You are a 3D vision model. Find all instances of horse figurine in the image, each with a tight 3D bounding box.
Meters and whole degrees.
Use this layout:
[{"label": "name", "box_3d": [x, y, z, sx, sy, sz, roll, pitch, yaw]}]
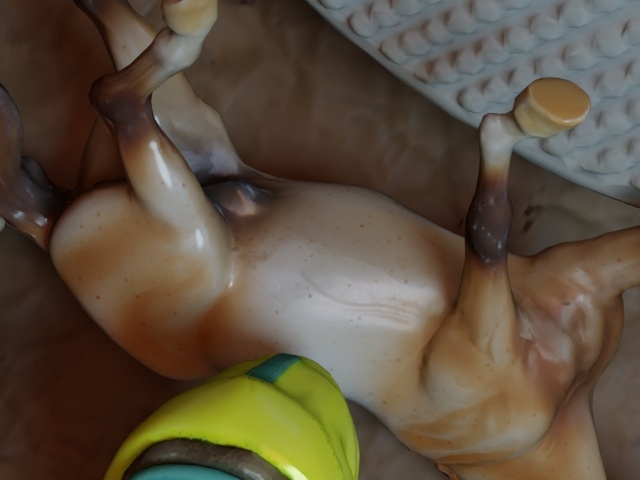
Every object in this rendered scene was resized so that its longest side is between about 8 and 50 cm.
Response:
[{"label": "horse figurine", "box_3d": [0.000, 0.000, 0.474, 0.263, 0.174, 0.066, 21, 51, 6]}]

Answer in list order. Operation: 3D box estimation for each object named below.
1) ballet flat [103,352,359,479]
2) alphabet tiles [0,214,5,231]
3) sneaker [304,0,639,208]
[{"label": "ballet flat", "box_3d": [-0.023, 0.130, 0.475, 0.077, 0.077, 0.231, 12, 117, 9]}, {"label": "alphabet tiles", "box_3d": [-0.200, -0.033, 0.427, 0.237, 0.009, 0.198, 38, 102, -7]}, {"label": "sneaker", "box_3d": [0.146, -0.083, 0.453, 0.366, 0.135, 0.150, 22, 57, 7]}]
